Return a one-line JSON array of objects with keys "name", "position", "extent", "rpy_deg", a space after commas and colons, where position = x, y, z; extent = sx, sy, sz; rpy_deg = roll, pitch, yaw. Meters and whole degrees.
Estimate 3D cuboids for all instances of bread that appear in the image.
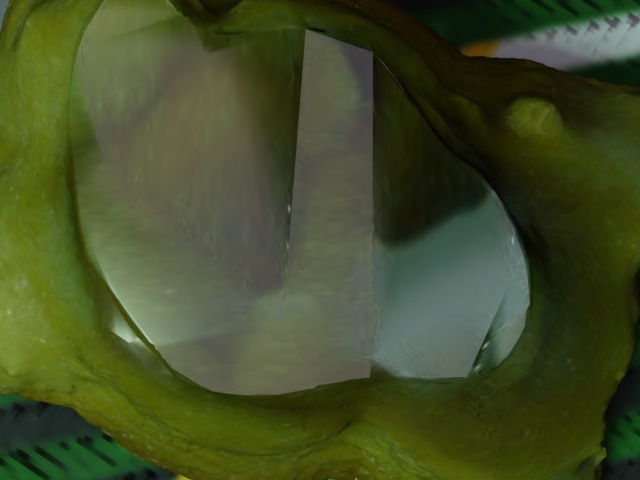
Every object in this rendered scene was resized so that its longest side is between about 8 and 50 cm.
[{"name": "bread", "position": [0.000, 0.000, 0.520], "extent": [0.233, 0.088, 0.161], "rpy_deg": [14, 81, -3]}]

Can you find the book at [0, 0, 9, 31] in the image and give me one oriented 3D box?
[{"name": "book", "position": [-0.252, -0.108, 0.547], "extent": [0.379, 0.031, 0.264], "rpy_deg": [-31, 88, -6]}]
